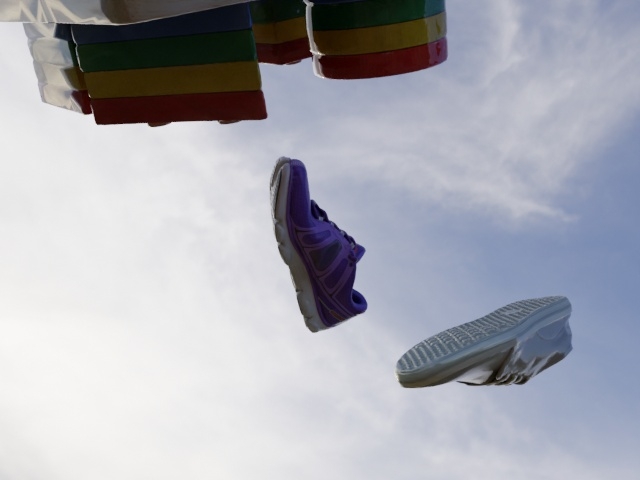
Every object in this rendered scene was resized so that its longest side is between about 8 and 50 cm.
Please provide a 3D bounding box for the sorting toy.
[{"bbox_3d":[-0.053,-0.140,0.468,0.255,0.257,0.089,21,-54,49],"label":"sorting toy"}]

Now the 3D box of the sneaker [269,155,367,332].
[{"bbox_3d":[0.000,0.000,0.637,0.071,0.068,0.170,-17,-58,2],"label":"sneaker"}]

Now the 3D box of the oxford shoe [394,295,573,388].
[{"bbox_3d":[0.307,0.198,1.282,0.169,0.449,0.130,-9,-88,47],"label":"oxford shoe"}]
